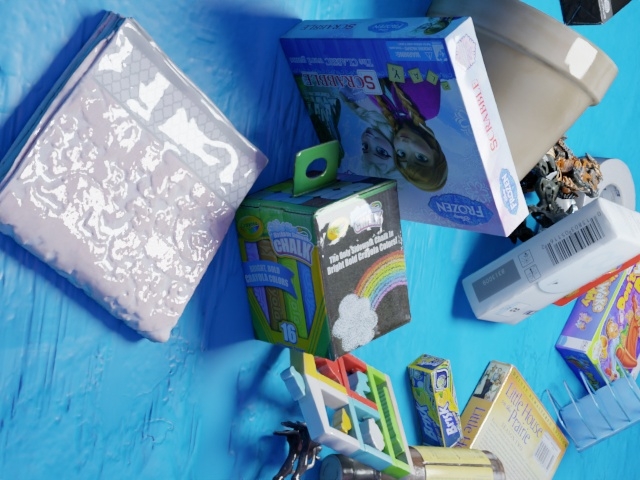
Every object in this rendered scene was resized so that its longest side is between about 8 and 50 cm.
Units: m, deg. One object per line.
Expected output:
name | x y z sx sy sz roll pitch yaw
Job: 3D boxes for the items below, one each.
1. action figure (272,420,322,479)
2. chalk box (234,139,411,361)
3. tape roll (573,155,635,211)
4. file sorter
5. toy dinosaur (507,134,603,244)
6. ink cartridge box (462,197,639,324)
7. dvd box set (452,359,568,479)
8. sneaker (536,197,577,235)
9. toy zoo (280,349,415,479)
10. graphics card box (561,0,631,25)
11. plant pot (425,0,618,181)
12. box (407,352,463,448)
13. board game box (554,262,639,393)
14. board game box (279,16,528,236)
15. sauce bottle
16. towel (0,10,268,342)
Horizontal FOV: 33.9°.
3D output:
action figure | -0.051 0.415 1.566 0.141 0.164 0.275 10 69 -19
chalk box | 0.000 0.000 1.536 0.180 0.179 0.289 -22 111 -41
tape roll | 0.572 -0.065 2.188 0.219 0.072 0.219 -9 103 -45
file sorter | 0.571 0.331 2.167 0.170 0.118 0.104 -30 125 13
toy dinosaur | 0.398 -0.117 1.975 0.322 0.164 0.218 7 75 -11
ink cartridge box | 0.496 0.063 1.973 0.385 0.308 0.091 15 48 -48
dvd box set | 0.319 0.487 2.033 0.307 0.062 0.420 50 62 -38
sneaker | 0.460 -0.012 2.087 0.083 0.071 0.190 -12 105 -38
toy zoo | 0.038 0.251 1.639 0.293 0.030 0.192 35 31 -43
graphics card box | 0.598 -0.607 2.104 0.371 0.094 0.233 -41 124 -35
plant pot | 0.275 -0.225 1.719 0.323 0.323 0.280 22 97 -46
box | 0.207 0.292 1.883 0.054 0.059 0.169 -30 117 -36
board game box | 0.660 0.157 2.313 0.233 0.078 0.347 48 63 -39
board game box | 0.119 -0.168 1.526 0.066 0.319 0.318 -43 124 -31
sauce bottle | 0.157 0.402 1.789 0.344 0.111 0.111 11 89 -31
towel | -0.238 -0.075 1.367 0.332 0.053 0.317 45 65 -39
